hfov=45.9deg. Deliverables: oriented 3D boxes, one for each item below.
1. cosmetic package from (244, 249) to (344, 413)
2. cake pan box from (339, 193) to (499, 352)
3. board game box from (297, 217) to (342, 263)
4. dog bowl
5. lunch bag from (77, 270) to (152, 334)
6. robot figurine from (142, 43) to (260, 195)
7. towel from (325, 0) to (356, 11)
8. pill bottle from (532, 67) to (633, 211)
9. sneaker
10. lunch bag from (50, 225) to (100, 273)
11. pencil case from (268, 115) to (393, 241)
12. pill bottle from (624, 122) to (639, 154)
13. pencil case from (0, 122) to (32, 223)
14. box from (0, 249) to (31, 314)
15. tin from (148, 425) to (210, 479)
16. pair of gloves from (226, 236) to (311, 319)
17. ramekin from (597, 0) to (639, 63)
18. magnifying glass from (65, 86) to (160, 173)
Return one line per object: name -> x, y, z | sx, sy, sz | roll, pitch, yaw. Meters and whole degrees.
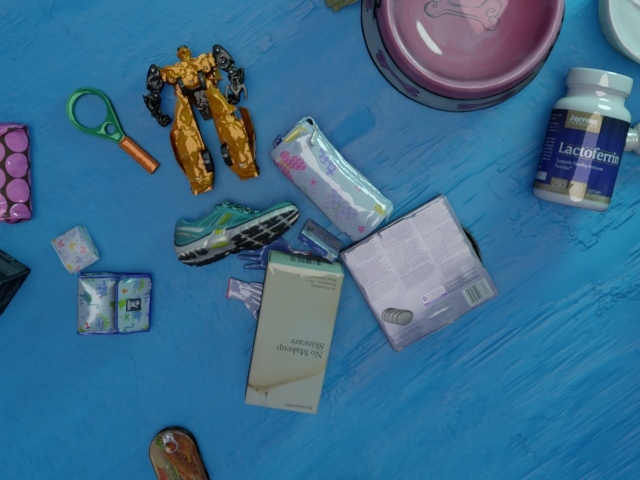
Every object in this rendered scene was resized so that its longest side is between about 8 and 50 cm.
cosmetic package -> -0.057, 0.188, 1.570 | 0.160, 0.113, 0.309 | 8, 103, -4
cake pan box -> 0.209, 0.064, 1.589 | 0.267, 0.070, 0.246 | -31, 99, 5
board game box -> 0.000, 0.000, 1.570 | 0.090, 0.090, 0.020 | 36, 113, -4
dog bowl -> 0.285, -0.456, 1.473 | 0.408, 0.150, 0.408 | 0, 99, 1
lunch bag -> -0.434, 0.132, 1.597 | 0.151, 0.096, 0.129 | 2, 96, -14
robot figurine -> -0.235, -0.251, 1.540 | 0.211, 0.085, 0.291 | -16, 98, 3
towel -> 0.039, -0.540, 1.499 | 0.110, 0.027, 0.148 | -13, 98, 42
pill bottle -> 0.525, -0.199, 1.505 | 0.153, 0.153, 0.265 | 11, 98, -1
sneaker -> -0.179, -0.037, 1.556 | 0.275, 0.107, 0.110 | -16, 68, 9
lunch bag -> -0.515, 0.021, 1.599 | 0.071, 0.053, 0.083 | -31, 87, 3
pencil case -> 0.023, -0.126, 1.539 | 0.273, 0.113, 0.124 | 47, 117, -6
pill bottle -> 0.675, -0.208, 1.544 | 0.120, 0.067, 0.067 | -3, 98, 1
pencil case -> -0.646, -0.136, 1.555 | 0.095, 0.098, 0.209 | -2, 99, 1
box -> -0.704, 0.109, 1.560 | 0.093, 0.158, 0.156 | 36, 96, -4
tin -> -0.311, 0.503, 1.673 | 0.106, 0.040, 0.190 | -18, 97, -1
pair of gloves -> -0.114, 0.081, 1.617 | 0.159, 0.023, 0.198 | 16, 97, -1
ramekin -> 0.673, -0.465, 1.478 | 0.273, 0.127, 0.273 | 0, 98, 0
magnifying glass -> -0.431, -0.226, 1.579 | 0.231, 0.026, 0.092 | 42, 96, -3
